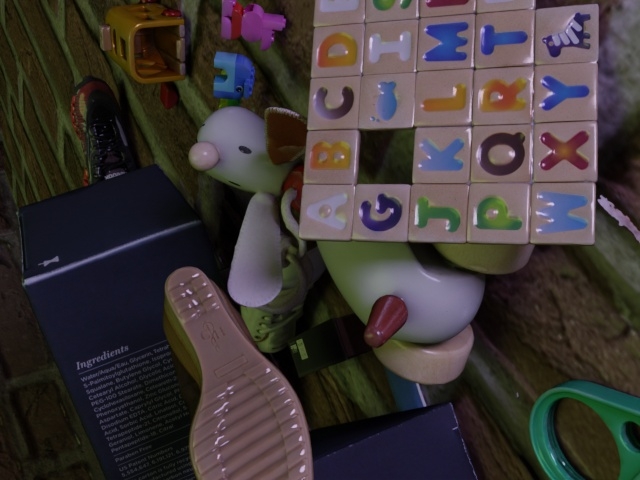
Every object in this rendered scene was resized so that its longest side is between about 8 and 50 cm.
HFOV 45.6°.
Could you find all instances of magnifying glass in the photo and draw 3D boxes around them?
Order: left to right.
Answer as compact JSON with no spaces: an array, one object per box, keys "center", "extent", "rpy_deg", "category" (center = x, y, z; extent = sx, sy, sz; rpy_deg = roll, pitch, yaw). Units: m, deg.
[{"center":[0.223,0.131,0.517],"extent":[0.231,0.026,0.092],"rpy_deg":[-39,67,58],"category":"magnifying glass"}]

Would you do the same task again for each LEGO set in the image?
[{"center":[-0.074,-0.156,0.883],"extent":[0.087,0.093,0.227],"rpy_deg":[-87,4,-47],"category":"LEGO set"}]

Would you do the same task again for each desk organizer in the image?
[{"center":[0.015,0.116,0.858],"extent":[0.130,0.050,0.047],"rpy_deg":[-36,70,60],"category":"desk organizer"}]

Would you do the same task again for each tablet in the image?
[{"center":[0.089,0.154,0.788],"extent":[0.054,0.006,0.083],"rpy_deg":[-36,70,60],"category":"tablet"}]

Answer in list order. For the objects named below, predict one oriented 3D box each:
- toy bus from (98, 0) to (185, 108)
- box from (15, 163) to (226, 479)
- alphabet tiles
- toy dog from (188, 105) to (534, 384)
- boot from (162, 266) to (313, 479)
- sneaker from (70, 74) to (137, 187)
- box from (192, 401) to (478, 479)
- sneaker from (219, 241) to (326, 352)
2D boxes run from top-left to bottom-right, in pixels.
[{"center":[-0.277,-0.307,1.149],"extent":[0.202,0.104,0.191],"rpy_deg":[-39,68,59],"category":"toy bus"},{"center":[-0.233,0.137,1.028],"extent":[0.293,0.211,0.396],"rpy_deg":[-138,31,-61],"category":"box"},{"center":[0.086,-0.115,0.522],"extent":[0.198,0.009,0.237],"rpy_deg":[1,82,20],"category":"alphabet tiles"},{"center":[0.000,0.000,0.623],"extent":[0.333,0.161,0.220],"rpy_deg":[11,110,35],"category":"toy dog"},{"center":[-0.066,0.158,0.659],"extent":[0.207,0.090,0.249],"rpy_deg":[87,161,-60],"category":"boot"},{"center":[-0.403,-0.168,1.443],"extent":[0.135,0.097,0.276],"rpy_deg":[37,134,50],"category":"sneaker"},{"center":[0.033,0.361,0.790],"extent":[0.343,0.178,0.313],"rpy_deg":[-37,70,59],"category":"box"},{"center":[-0.045,0.068,0.908],"extent":[0.123,0.105,0.290],"rpy_deg":[69,161,1],"category":"sneaker"}]
